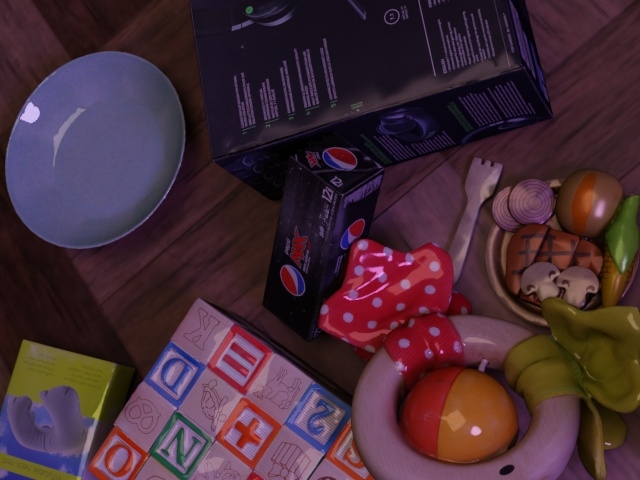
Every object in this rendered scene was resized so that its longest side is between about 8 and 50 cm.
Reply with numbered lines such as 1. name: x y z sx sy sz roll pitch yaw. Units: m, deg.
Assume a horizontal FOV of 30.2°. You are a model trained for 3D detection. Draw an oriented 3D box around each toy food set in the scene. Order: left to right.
1. toy food set: 0.190 0.003 0.943 0.192 0.038 0.132 15 82 24

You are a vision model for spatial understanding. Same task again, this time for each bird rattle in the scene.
1. bird rattle: 0.105 0.101 0.864 0.253 0.143 0.207 19 50 16

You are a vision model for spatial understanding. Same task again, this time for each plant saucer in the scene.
1. plant saucer: -0.207 -0.082 1.125 0.195 0.037 0.195 -6 74 21

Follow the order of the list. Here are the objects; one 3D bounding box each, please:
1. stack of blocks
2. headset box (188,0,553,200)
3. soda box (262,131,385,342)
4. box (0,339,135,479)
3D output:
1. stack of blocks: -0.021 0.199 0.948 0.297 0.087 0.171 33 90 25
2. headset box: 0.025 -0.190 1.009 0.283 0.131 0.246 -16 71 17
3. soda box: 0.000 0.000 0.956 0.060 0.169 0.053 38 48 25
4. box: -0.243 0.188 1.065 0.109 0.042 0.178 11 79 24
